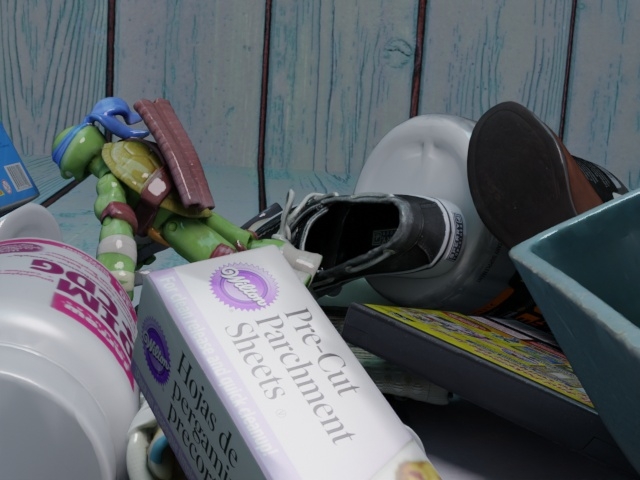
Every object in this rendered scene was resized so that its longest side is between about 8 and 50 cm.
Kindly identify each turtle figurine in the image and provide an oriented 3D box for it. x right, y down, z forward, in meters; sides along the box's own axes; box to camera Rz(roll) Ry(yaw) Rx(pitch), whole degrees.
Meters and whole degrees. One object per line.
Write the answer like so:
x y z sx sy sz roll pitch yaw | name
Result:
-0.151 0.031 0.973 0.266 0.275 0.198 25 -22 3 | turtle figurine

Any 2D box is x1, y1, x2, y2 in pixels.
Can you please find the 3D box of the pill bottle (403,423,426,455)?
-0.022 0.129 0.684 0.108 0.108 0.180 -5 13 -40 | pill bottle

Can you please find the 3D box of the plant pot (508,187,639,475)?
0.283 0.085 0.548 0.247 0.252 0.247 -25 10 1 | plant pot

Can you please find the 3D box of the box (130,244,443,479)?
0.025 0.131 0.369 0.067 0.063 0.324 -11 46 -29 | box

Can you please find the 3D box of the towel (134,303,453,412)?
-0.045 0.110 0.998 0.324 0.056 0.312 2 7 0 | towel

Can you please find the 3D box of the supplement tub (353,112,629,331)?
0.215 -0.008 1.182 0.338 0.207 0.207 11 3 -40 | supplement tub

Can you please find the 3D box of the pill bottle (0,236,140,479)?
-0.189 0.099 0.643 0.160 0.160 0.283 2 11 -10 | pill bottle

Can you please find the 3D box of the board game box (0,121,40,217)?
-0.427 0.011 0.873 0.302 0.086 0.308 -26 6 8 | board game box

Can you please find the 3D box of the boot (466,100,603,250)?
0.272 0.006 1.013 0.280 0.096 0.264 18 33 -53 | boot

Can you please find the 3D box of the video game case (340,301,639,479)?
0.194 0.115 0.849 0.274 0.035 0.248 22 9 40 | video game case

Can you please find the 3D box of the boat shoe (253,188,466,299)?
0.000 0.004 1.082 0.105 0.113 0.306 12 -8 -41 | boat shoe

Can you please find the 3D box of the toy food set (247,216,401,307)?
0.058 0.038 1.362 0.219 0.092 0.306 21 18 24 | toy food set

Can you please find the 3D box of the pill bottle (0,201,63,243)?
-0.415 0.003 1.228 0.216 0.121 0.121 8 11 29 | pill bottle

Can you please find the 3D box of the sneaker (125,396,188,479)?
-0.058 0.098 0.585 0.092 0.087 0.229 46 16 -44 | sneaker

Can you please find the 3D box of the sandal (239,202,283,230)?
-0.088 0.001 1.473 0.097 0.054 0.254 -36 2 -5 | sandal
